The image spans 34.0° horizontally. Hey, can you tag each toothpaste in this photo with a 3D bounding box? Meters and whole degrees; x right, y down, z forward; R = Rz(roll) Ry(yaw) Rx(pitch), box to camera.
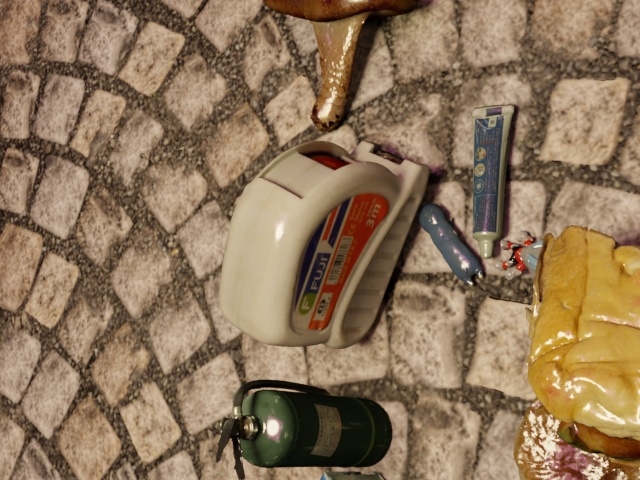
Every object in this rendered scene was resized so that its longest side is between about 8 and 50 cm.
[{"bbox_3d":[0.209,-0.073,1.294,0.057,0.035,0.197,-2,76,29],"label":"toothpaste"}]

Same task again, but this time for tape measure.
[{"bbox_3d":[0.000,0.000,1.302,0.130,0.265,0.258,30,105,37],"label":"tape measure"}]

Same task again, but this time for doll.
[{"bbox_3d":[0.259,0.020,1.238,0.114,0.039,0.057,7,42,44],"label":"doll"},{"bbox_3d":[0.163,0.004,1.316,0.037,0.027,0.125,-43,63,21],"label":"doll"}]

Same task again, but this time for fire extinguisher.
[{"bbox_3d":[-0.031,0.223,1.239,0.093,0.294,0.118,-17,70,32],"label":"fire extinguisher"}]

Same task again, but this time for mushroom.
[{"bbox_3d":[0.032,-0.255,1.418,0.227,0.148,0.218,9,104,45],"label":"mushroom"}]

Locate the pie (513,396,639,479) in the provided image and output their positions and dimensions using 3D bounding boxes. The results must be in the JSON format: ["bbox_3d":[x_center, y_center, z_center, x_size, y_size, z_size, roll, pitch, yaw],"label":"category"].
[{"bbox_3d":[0.304,0.250,1.154,0.195,0.046,0.195,-7,78,34],"label":"pie"}]

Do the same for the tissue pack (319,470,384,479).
[{"bbox_3d":[0.014,0.439,1.254,0.263,0.146,0.198,-53,55,14],"label":"tissue pack"}]

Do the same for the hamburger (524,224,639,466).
[{"bbox_3d":[0.321,0.132,1.050,0.330,0.162,0.209,28,69,36],"label":"hamburger"}]
